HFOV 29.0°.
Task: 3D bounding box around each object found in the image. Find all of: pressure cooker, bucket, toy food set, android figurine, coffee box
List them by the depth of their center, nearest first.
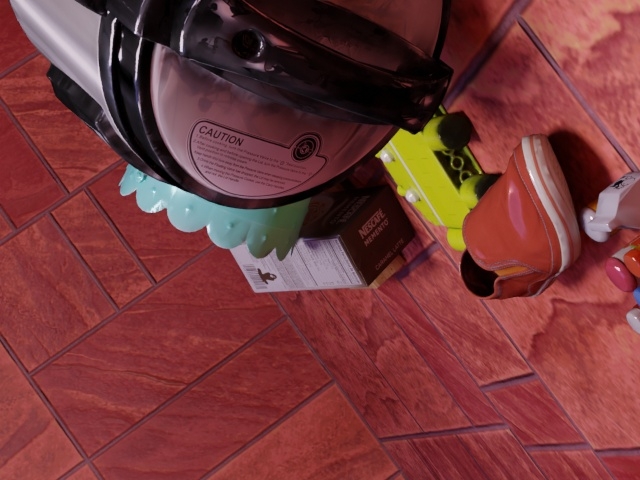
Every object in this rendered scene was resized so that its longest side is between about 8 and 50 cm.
[{"bbox_3d":[0.283,0.013,1.101,0.111,0.104,0.232,56,169,-10],"label":"toy food set"},{"bbox_3d":[-0.084,-0.239,1.206,0.420,0.369,0.376,43,154,41],"label":"pressure cooker"},{"bbox_3d":[0.135,-0.093,1.534,0.248,0.056,0.273,57,167,-13],"label":"android figurine"},{"bbox_3d":[-0.128,-0.109,1.736,0.281,0.183,0.281,24,-172,-4],"label":"bucket"},{"bbox_3d":[0.000,0.000,1.894,0.246,0.141,0.098,-6,121,44],"label":"coffee box"}]

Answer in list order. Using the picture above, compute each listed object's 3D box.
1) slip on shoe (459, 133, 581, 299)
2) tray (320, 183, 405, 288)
[{"bbox_3d":[0.205,-0.010,1.313,0.331,0.101,0.123,88,166,-71],"label":"slip on shoe"},{"bbox_3d":[-0.036,-0.096,2.082,0.411,0.076,0.203,49,169,-6],"label":"tray"}]
